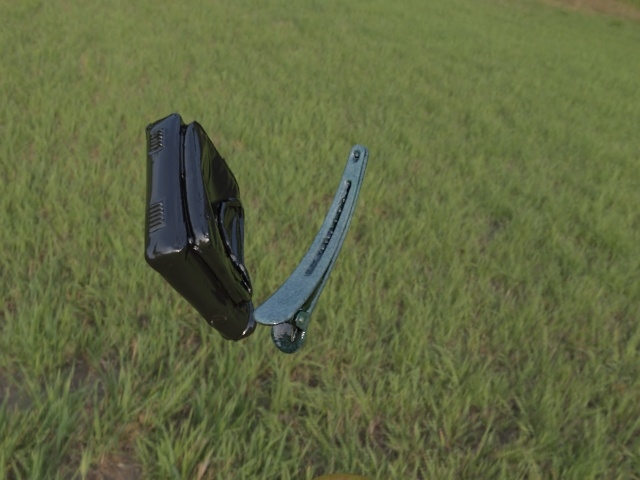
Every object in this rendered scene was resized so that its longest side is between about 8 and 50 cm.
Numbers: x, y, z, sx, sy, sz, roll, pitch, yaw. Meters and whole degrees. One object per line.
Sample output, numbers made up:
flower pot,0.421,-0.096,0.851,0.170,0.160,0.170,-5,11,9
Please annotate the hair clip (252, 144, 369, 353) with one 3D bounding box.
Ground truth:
hair clip,0.000,0.000,0.707,0.039,0.070,0.229,11,61,27

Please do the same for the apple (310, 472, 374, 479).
apple,0.024,0.288,0.650,0.147,0.146,0.146,14,25,-7

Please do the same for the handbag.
handbag,-0.162,-0.020,0.984,0.088,0.244,0.275,-20,50,7
